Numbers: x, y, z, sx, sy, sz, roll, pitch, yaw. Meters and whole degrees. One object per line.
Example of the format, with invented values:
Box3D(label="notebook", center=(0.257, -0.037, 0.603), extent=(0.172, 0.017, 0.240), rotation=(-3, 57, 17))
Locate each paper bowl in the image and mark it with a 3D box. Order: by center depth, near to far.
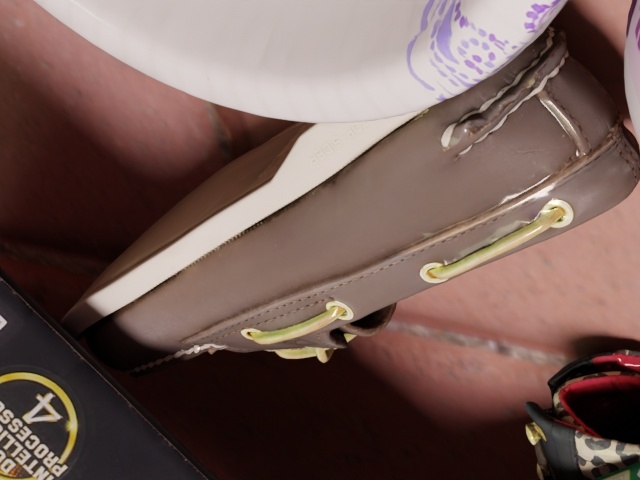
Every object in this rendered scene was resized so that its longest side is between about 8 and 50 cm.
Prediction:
Box3D(label="paper bowl", center=(-0.013, -0.189, 0.595), extent=(0.284, 0.148, 0.284), rotation=(22, 141, 20))

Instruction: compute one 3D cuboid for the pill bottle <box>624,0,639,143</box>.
Box3D(label="pill bottle", center=(0.176, -0.083, 0.526), extent=(0.169, 0.169, 0.301), rotation=(26, 144, 17))

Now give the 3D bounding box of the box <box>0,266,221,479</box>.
Box3D(label="box", center=(-0.084, 0.155, 0.929), extent=(0.395, 0.097, 0.318), rotation=(43, 170, 6))

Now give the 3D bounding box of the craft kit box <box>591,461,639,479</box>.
Box3D(label="craft kit box", center=(0.199, 0.187, 0.801), extent=(0.250, 0.061, 0.246), rotation=(-26, 120, 27))

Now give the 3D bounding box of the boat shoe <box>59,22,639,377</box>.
Box3D(label="boat shoe", center=(0.000, 0.000, 0.813), extent=(0.097, 0.116, 0.324), rotation=(48, 136, -8))

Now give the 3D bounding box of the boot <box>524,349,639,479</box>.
Box3D(label="boot", center=(0.107, 0.127, 0.879), extent=(0.236, 0.085, 0.178), rotation=(5, 130, 28))
